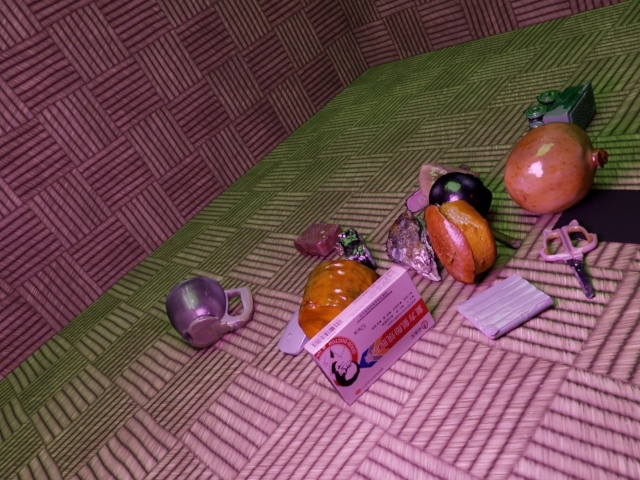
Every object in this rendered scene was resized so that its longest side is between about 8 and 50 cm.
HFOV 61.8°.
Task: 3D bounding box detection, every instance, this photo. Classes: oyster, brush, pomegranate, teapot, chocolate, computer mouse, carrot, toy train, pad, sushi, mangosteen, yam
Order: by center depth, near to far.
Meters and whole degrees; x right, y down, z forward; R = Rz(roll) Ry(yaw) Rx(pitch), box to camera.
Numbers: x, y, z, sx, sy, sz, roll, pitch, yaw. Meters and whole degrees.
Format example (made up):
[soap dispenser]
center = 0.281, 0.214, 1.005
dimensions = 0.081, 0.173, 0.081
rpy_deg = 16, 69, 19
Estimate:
[pad]
center = 0.874, -0.074, 1.539
dimensions = 0.247, 0.007, 0.367
rpy_deg = -45, 30, -26
[pomegranate]
center = 0.716, -0.224, 1.681
dimensions = 0.307, 0.307, 0.307
rpy_deg = -25, 27, 14
[carrot]
center = 0.065, 0.187, 1.690
dimensions = 0.241, 0.241, 0.341
rpy_deg = -18, 30, 26
[yam]
center = 0.582, -0.010, 1.709
dimensions = 0.032, 0.032, 0.145
rpy_deg = -34, 26, -5
[oyster]
center = 0.319, 0.026, 1.829
dimensions = 0.158, 0.162, 0.351
rpy_deg = 5, 29, -19
[computer mouse]
center = -0.061, 0.290, 1.832
dimensions = 0.231, 0.079, 0.128
rpy_deg = -48, 28, -24
[mangosteen]
center = 0.464, -0.123, 1.835
dimensions = 0.243, 0.243, 0.243
rpy_deg = -25, 27, 14
[sushi]
center = 0.122, 0.044, 1.977
dimensions = 0.115, 0.147, 0.212
rpy_deg = -28, 30, 6
[toy train]
center = 0.913, -0.484, 2.051
dimensions = 0.202, 0.145, 0.266
rpy_deg = 8, 46, 48
[teapot]
center = -0.435, 0.304, 2.116
dimensions = 0.239, 0.321, 0.239
rpy_deg = -65, 35, 24
[brush]
center = 0.467, -0.217, 2.157
dimensions = 0.313, 0.072, 0.067
rpy_deg = -34, 13, -6
[chocolate]
center = 0.000, 0.000, 2.241
dimensions = 0.148, 0.093, 0.214
rpy_deg = -46, 29, -24

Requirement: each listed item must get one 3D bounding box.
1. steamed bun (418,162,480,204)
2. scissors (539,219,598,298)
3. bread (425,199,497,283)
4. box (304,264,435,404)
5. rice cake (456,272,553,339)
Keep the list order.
[steamed bun]
center = 0.463, -0.228, 2.050
dimensions = 0.212, 0.110, 0.231
rpy_deg = 34, 67, 30
[scissors]
center = 0.703, 0.052, 1.483
dimensions = 0.160, 0.024, 0.317
rpy_deg = -20, 32, 22
[bread]
center = 0.424, 0.002, 1.631
dimensions = 0.145, 0.268, 0.268
rpy_deg = -23, 26, -6
[box]
center = 0.147, 0.262, 1.497
dimensions = 0.353, 0.214, 0.069
rpy_deg = -39, 26, -15
[rice cake]
center = 0.500, 0.179, 1.462
dimensions = 0.198, 0.037, 0.189
rpy_deg = -33, 26, -3
